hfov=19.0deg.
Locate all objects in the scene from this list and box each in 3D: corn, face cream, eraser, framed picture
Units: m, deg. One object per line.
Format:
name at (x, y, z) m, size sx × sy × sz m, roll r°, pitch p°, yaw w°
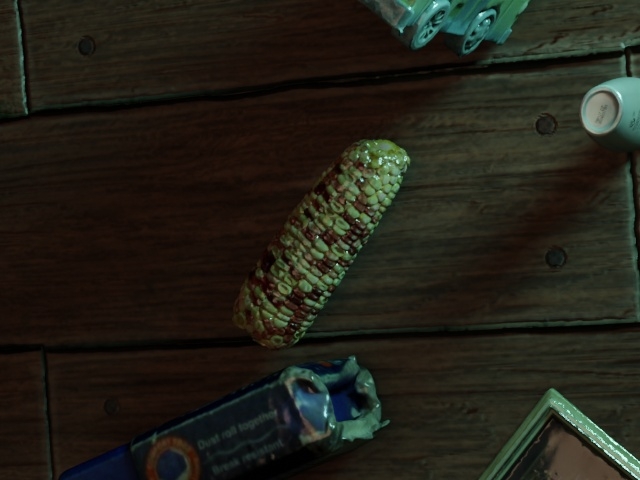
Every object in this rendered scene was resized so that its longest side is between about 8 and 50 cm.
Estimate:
corn at (0.000, 0.000, 1.972) m, size 0.086 × 0.086 × 0.253 m, roll 39°, pitch 105°, yaw 17°
face cream at (0.285, -0.118, 1.794) m, size 0.051 × 0.182 × 0.072 m, roll 20°, pitch 99°, yaw 21°
eraser at (-0.100, 0.220, 1.989) m, size 0.332 × 0.155 × 0.101 m, roll -25°, pitch 81°, yaw 23°
framed picture at (0.229, 0.332, 1.925) m, size 0.232 × 0.019 × 0.296 m, roll 40°, pitch 106°, yaw 16°

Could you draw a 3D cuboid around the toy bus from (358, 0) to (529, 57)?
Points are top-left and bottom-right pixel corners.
toy bus at (0.118, -0.289, 1.786) m, size 0.152 × 0.312 × 0.190 m, roll 40°, pitch 106°, yaw 16°
